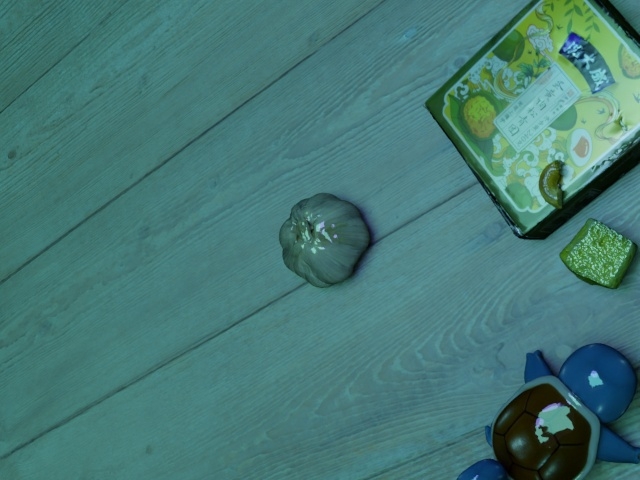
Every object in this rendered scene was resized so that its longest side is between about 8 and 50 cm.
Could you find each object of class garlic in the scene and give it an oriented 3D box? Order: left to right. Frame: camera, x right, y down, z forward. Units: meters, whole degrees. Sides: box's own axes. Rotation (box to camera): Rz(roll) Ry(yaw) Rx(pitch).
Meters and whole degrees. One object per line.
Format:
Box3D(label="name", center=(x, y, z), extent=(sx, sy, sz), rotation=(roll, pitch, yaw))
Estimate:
Box3D(label="garlic", center=(-0.001, -0.004, 2.123), extent=(0.227, 0.152, 0.228), rotation=(0, 90, 29))

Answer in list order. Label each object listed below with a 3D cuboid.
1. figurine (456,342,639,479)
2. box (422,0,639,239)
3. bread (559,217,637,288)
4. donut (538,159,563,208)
Box3D(label="figurine", center=(0.439, 0.373, 1.791), extent=(0.416, 0.243, 0.298), rotation=(-42, 55, 2))
Box3D(label="box", center=(0.472, -0.267, 1.832), extent=(0.420, 0.138, 0.373), rotation=(-42, 65, 24))
Box3D(label="bread", center=(0.545, 0.029, 1.782), extent=(0.129, 0.111, 0.114), rotation=(33, 101, 12))
Box3D(label="donut", center=(0.446, -0.110, 1.739), extent=(0.067, 0.038, 0.083), rotation=(38, 111, 30))
